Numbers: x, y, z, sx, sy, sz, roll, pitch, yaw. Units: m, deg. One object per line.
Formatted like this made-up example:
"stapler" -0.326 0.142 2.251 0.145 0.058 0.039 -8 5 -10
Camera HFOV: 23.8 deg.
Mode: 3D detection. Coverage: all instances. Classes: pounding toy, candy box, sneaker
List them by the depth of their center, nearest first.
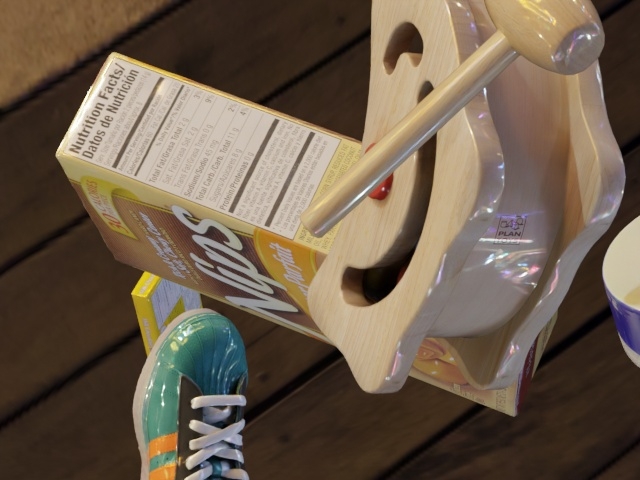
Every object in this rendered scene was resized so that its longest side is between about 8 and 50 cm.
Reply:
"pounding toy" 0.039 -0.046 0.727 0.155 0.269 0.154 1 46 -23
"candy box" 0.000 0.000 1.004 0.316 0.183 0.087 20 70 13
"sneaker" -0.101 0.216 1.332 0.108 0.121 0.302 3 101 -36
"candy box" -0.174 0.092 1.786 0.027 0.206 0.105 14 51 16

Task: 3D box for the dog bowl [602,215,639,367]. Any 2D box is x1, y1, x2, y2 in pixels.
"dog bowl" 0.471 0.048 1.791 0.265 0.265 0.104 -30 120 -10
